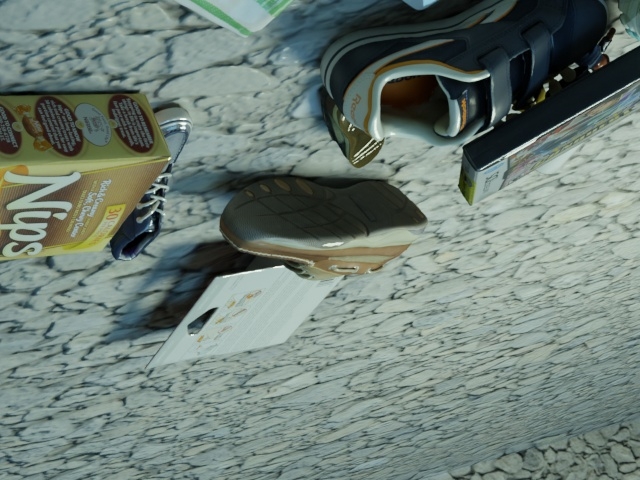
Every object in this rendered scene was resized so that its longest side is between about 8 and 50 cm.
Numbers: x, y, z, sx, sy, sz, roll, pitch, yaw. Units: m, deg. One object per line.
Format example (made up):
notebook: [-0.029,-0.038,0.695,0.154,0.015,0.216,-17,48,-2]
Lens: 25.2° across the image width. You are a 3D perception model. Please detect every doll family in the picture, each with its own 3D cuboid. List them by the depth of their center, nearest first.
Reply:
doll family: [0.289,-0.183,1.743,0.193,0.076,0.111,-35,151,20]

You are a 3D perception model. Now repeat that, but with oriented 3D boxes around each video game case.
video game case: [0.283,-0.136,1.621,0.275,0.035,0.248,-29,171,0]

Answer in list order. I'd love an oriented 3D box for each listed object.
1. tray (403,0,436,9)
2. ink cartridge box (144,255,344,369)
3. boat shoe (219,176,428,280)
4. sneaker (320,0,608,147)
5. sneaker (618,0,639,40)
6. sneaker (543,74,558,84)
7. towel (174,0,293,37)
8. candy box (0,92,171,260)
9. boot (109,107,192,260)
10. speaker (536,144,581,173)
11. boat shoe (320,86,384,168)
tray: [0.089,-0.300,1.325,0.145,0.030,0.270,-33,156,20]
ink cartridge box: [-0.101,0.076,1.963,0.239,0.060,0.275,-8,154,-33]
boat shoe: [0.000,0.000,1.780,0.324,0.123,0.116,1,132,-44]
sneaker: [0.170,-0.177,1.511,0.321,0.127,0.126,-17,136,-8]
sneaker: [0.430,-0.302,1.431,0.110,0.122,0.283,27,100,-40]
sneaker: [0.207,-0.190,1.667,0.185,0.069,0.084,-35,-166,-7]
towel: [-0.026,-0.303,1.148,0.325,0.038,0.248,-35,145,27]
candy box: [-0.326,-0.056,1.390,0.316,0.087,0.183,-5,152,-38]
boot: [-0.181,-0.058,1.535,0.069,0.086,0.190,-6,152,-37]
speaker: [0.326,-0.146,1.888,0.055,0.055,0.136,-10,155,-31]
boat shoe: [0.035,-0.134,1.632,0.056,0.049,0.152,-40,156,-9]
